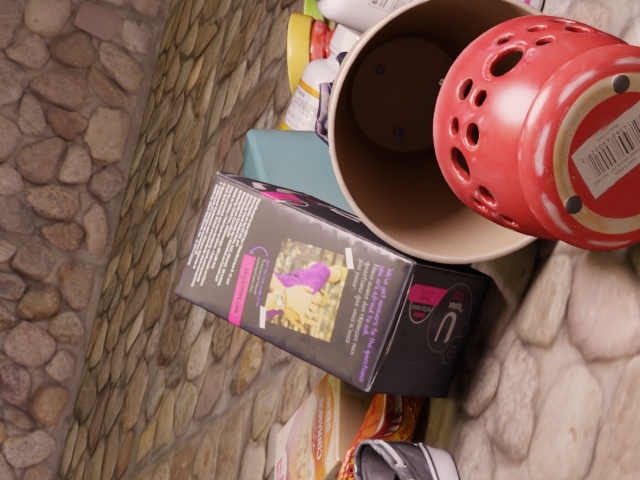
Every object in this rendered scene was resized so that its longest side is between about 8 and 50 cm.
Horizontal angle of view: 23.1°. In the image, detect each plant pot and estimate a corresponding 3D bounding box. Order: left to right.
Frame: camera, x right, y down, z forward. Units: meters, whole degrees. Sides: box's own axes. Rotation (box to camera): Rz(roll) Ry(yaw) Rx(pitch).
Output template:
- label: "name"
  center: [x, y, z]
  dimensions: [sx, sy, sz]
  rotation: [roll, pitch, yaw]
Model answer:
- label: "plant pot"
  center: [0.000, 0.000, 1.878]
  dimensions: [0.234, 0.166, 0.165]
  rotation: [-106, 20, -51]
- label: "plant pot"
  center: [0.115, -0.132, 1.578]
  dimensions: [0.274, 0.256, 0.256]
  rotation: [-123, 53, -75]
- label: "plant pot"
  center: [0.214, -0.085, 1.317]
  dimensions: [0.174, 0.191, 0.191]
  rotation: [37, 108, 63]

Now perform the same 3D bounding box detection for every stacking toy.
- label: "stacking toy"
  center: [0.035, -0.356, 2.205]
  dimensions: [0.279, 0.130, 0.309]
  rotation: [-42, -49, -78]

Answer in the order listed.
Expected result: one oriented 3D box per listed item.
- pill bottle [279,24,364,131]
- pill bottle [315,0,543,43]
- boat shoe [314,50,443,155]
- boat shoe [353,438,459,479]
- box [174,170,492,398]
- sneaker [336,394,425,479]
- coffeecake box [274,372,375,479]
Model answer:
- label: "pill bottle"
  center: [0.023, -0.153, 2.040]
  dimensions: [0.136, 0.136, 0.245]
  rotation: [-117, 48, -66]
- label: "pill bottle"
  center: [0.092, -0.298, 1.729]
  dimensions: [0.160, 0.283, 0.160]
  rotation: [-161, 90, -73]
- label: "boat shoe"
  center: [0.072, -0.081, 1.779]
  dimensions: [0.340, 0.158, 0.127]
  rotation: [-94, 28, -51]
- label: "boat shoe"
  center: [0.088, 0.281, 1.457]
  dimensions: [0.301, 0.102, 0.108]
  rotation: [-104, 36, -60]
- label: "box"
  center: [0.011, 0.045, 1.621]
  dimensions: [0.270, 0.165, 0.143]
  rotation: [25, 98, 33]
- label: "sneaker"
  center: [0.064, 0.215, 1.647]
  dimensions: [0.175, 0.064, 0.067]
  rotation: [-57, -1, -36]
- label: "coffeecake box"
  center: [0.012, 0.244, 1.789]
  dimensions: [0.185, 0.068, 0.142]
  rotation: [125, 155, -45]
